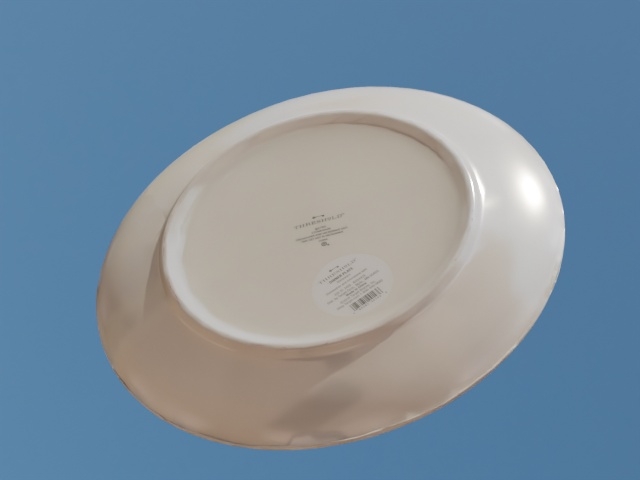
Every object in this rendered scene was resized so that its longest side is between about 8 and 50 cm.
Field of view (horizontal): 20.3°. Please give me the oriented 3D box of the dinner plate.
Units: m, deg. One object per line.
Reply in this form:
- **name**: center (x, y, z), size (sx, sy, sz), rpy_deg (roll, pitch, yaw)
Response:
- **dinner plate**: center (0.000, 0.000, 0.522), size (0.141, 0.141, 0.017), rpy_deg (21, -31, 32)
